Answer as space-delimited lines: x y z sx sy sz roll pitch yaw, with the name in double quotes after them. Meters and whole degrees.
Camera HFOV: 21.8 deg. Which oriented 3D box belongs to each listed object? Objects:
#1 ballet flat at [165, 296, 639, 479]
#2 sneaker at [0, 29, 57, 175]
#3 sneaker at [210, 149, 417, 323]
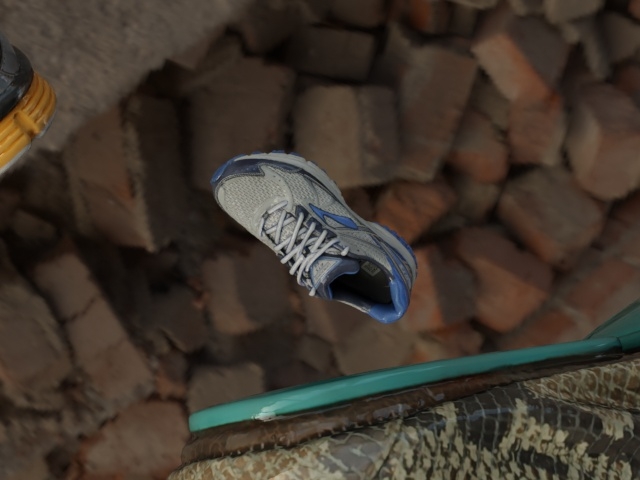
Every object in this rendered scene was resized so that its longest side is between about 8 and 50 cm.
0.154 0.097 0.766 0.482 0.164 0.182 -18 88 -33 "ballet flat"
-0.201 -0.095 0.718 0.084 0.214 0.083 -54 139 -19 "sneaker"
0.000 0.000 0.908 0.135 0.058 0.052 30 118 -20 "sneaker"
